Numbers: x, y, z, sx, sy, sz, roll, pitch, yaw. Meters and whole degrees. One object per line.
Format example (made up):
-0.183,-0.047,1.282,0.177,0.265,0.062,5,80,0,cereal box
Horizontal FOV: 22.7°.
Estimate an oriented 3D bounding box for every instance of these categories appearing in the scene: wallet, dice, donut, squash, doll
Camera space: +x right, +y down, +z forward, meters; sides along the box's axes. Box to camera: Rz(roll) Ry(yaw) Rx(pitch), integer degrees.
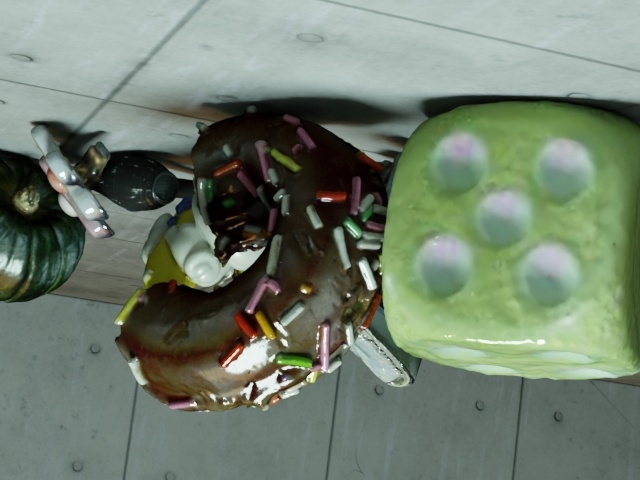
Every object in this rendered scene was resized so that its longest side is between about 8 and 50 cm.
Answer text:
0.087,0.029,1.766,0.069,0.231,0.170,-9,136,37,wallet
0.217,0.006,1.639,0.249,0.255,0.252,4,167,21,dice
-0.058,0.019,1.656,0.259,0.345,0.136,4,154,38,donut
-0.421,-0.016,2.139,0.218,0.172,0.218,31,-165,-10,squash
-0.120,-0.017,1.912,0.111,0.237,0.252,50,-170,-22,doll

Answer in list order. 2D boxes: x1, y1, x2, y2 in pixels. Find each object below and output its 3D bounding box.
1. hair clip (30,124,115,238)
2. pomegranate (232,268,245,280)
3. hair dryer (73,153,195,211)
-0.305,-0.071,2.004,0.146,0.075,0.257,47,163,4,hair clip
-0.003,0.014,2.013,0.222,0.204,0.276,17,167,-11,pomegranate
-0.199,-0.072,2.116,0.219,0.075,0.195,5,-176,-40,hair dryer
